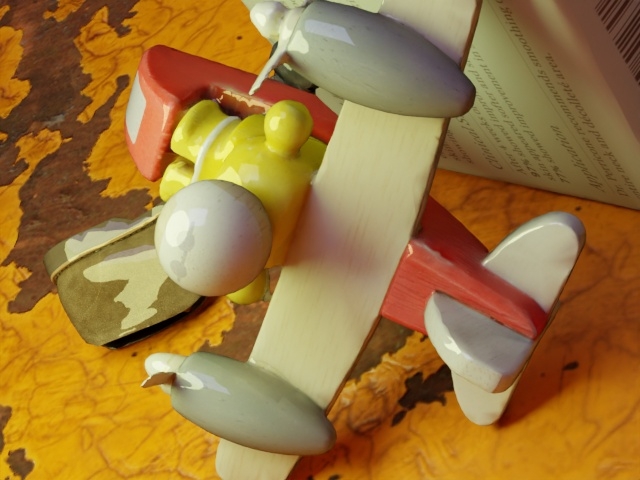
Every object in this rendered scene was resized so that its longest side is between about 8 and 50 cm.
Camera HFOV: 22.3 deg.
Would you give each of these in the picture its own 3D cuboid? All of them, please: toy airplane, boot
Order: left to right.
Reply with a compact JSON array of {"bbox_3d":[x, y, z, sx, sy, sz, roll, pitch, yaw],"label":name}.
[{"bbox_3d":[-0.110,0.006,1.552,0.305,0.112,0.115,-28,71,10],"label":"boot"},{"bbox_3d":[0.000,0.000,1.236,0.384,0.272,0.386,-14,90,43],"label":"toy airplane"}]

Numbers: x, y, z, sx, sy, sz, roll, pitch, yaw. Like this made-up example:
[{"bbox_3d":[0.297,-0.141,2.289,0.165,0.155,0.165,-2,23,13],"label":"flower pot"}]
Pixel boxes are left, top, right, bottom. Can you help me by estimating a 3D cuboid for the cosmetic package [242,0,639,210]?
[{"bbox_3d":[0.169,-0.266,1.369,0.394,0.329,0.327,16,65,45],"label":"cosmetic package"}]
